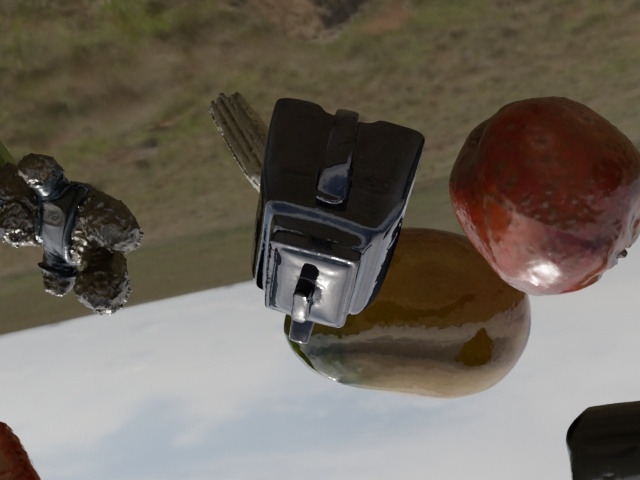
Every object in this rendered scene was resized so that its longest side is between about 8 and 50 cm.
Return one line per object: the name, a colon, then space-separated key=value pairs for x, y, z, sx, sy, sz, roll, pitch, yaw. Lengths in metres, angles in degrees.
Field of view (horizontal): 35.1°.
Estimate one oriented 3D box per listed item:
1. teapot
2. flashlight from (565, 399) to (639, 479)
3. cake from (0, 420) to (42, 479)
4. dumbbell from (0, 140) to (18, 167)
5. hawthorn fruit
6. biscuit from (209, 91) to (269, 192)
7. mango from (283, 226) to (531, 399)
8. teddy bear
teapot: x=0.000 y=0.000 z=0.571 sx=0.087 sy=0.096 sz=0.177 roll=16 pitch=145 yaw=3
flashlight: x=0.367 y=0.129 z=0.650 sx=0.424 sy=0.103 sz=0.103 roll=-16 pitch=177 yaw=37
cake: x=-0.398 y=0.377 z=1.011 sx=0.320 sy=0.269 sz=0.270 roll=-24 pitch=-146 yaw=-25
dumbbell: x=-0.433 y=-0.065 z=1.151 sx=0.121 sy=0.108 sz=0.302 roll=-4 pitch=-175 yaw=1
hawthorn fruit: x=0.134 y=-0.028 z=0.594 sx=0.128 sy=0.128 sz=0.128 roll=-12 pitch=180 yaw=0
biscuit: x=-0.088 y=-0.126 z=1.481 sx=0.062 sy=0.108 sz=0.239 roll=-37 pitch=-139 yaw=4
mango: x=0.076 y=0.060 z=0.874 sx=0.221 sy=0.151 sz=0.120 roll=8 pitch=149 yaw=-16
teddy bear: x=-0.284 y=-0.011 z=1.161 sx=0.251 sy=0.182 sz=0.129 roll=25 pitch=-154 yaw=29
